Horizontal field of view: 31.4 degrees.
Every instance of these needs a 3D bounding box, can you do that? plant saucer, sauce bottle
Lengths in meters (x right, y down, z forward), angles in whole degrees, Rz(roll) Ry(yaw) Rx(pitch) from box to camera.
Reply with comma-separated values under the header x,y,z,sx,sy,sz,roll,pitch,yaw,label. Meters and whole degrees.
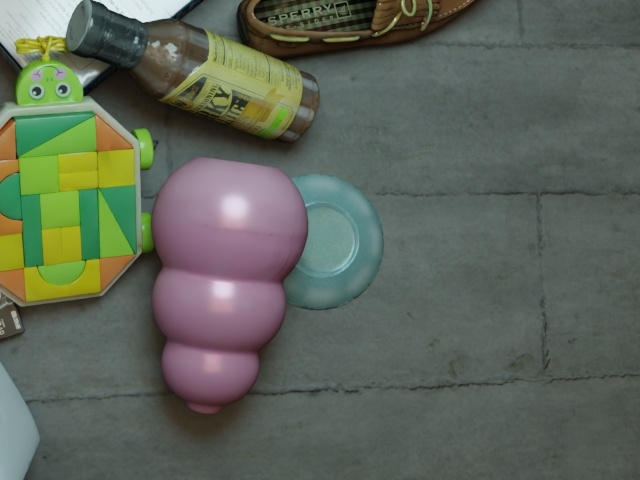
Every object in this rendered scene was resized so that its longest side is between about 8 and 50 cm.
x,y,z,sx,sy,sz,roll,pitch,yaw,label
0.000,0.000,1.603,0.195,0.037,0.195,1,85,-13,plant saucer
-0.164,-0.222,1.488,0.344,0.111,0.111,16,81,-33,sauce bottle

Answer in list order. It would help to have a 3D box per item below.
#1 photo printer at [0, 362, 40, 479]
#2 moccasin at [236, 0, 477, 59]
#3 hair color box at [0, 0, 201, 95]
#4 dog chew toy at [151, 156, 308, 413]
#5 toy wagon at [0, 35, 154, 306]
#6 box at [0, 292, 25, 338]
x,y,z,sx,sy,sz,roll,pitch,yaw,label
-0.444,0.195,1.351,0.107,0.307,0.256,-31,99,-1,photo printer
0.070,-0.349,1.589,0.380,0.147,0.139,-10,88,-13,moccasin
-0.278,-0.341,1.535,0.347,0.105,0.174,-41,97,-12,hair color box
-0.130,0.061,1.493,0.206,0.206,0.332,7,92,-11,dog chew toy
-0.345,-0.086,1.452,0.267,0.068,0.344,-7,114,-23,toy wagon
-0.437,0.092,1.510,0.067,0.018,0.083,-18,89,-12,box
